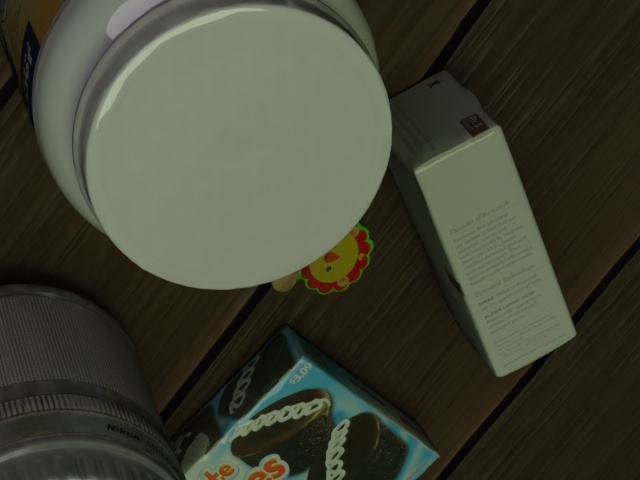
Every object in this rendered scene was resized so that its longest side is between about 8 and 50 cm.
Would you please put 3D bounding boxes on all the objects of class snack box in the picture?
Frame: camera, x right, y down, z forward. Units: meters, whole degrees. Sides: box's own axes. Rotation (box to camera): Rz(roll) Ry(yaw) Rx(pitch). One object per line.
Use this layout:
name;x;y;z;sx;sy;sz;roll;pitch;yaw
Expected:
snack box;-0.072;0.244;1.552;0.322;0.060;0.187;-46;123;10

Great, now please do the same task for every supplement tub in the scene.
supplement tub;-0.092;-0.127;1.174;0.228;0.316;0.228;-9;121;-15

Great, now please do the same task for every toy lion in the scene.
toy lion;0.000;0.000;1.457;0.096;0.034;0.100;-8;121;-24

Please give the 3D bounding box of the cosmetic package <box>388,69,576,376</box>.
cosmetic package;0.126;-0.012;1.441;0.085;0.117;0.231;-29;123;-3

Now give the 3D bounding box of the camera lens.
camera lens;-0.222;0.179;1.332;0.219;0.274;0.219;-9;121;-14
